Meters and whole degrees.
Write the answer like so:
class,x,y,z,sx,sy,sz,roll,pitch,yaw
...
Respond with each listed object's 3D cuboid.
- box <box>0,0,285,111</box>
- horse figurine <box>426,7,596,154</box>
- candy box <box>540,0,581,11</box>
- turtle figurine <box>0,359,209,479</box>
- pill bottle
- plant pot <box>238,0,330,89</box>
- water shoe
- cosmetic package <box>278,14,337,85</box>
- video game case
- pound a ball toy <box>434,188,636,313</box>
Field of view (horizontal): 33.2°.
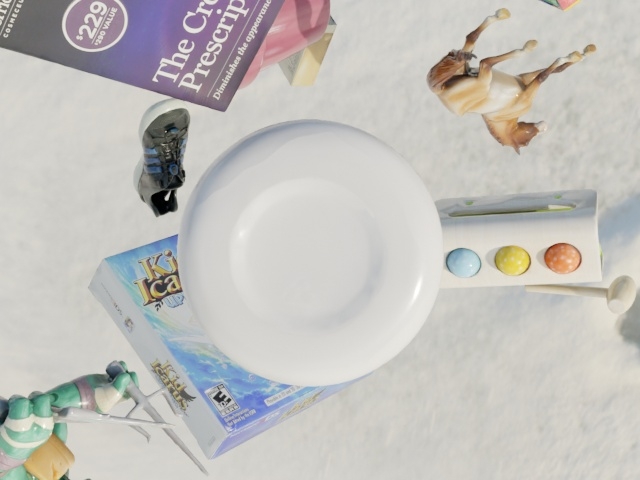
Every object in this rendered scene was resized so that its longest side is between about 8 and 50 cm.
class,x,y,z,sx,sy,sz,roll,pitch,yaw
box,-0.089,-0.227,0.637,0.184,0.261,0.103,13,29,-35
horse figurine,0.212,-0.190,1.286,0.263,0.174,0.066,6,57,-42
candy box,0.244,-0.343,0.940,0.268,0.122,0.317,-35,19,5
turtle figurine,-0.177,0.105,0.616,0.234,0.175,0.118,36,87,-4
pill bottle,0.000,0.000,0.856,0.181,0.323,0.182,0,93,3
plant pot,-0.095,-0.303,1.402,0.180,0.201,0.201,-20,58,-33
water shoe,-0.206,-0.112,1.476,0.073,0.203,0.080,-21,64,-27
cosmetic package,-0.021,-0.292,1.601,0.041,0.115,0.060,-4,49,-29
video game case,-0.087,0.090,1.235,0.269,0.061,0.244,-21,64,-44
pound a ball toy,0.346,0.041,1.755,0.319,0.208,0.136,-2,31,18
